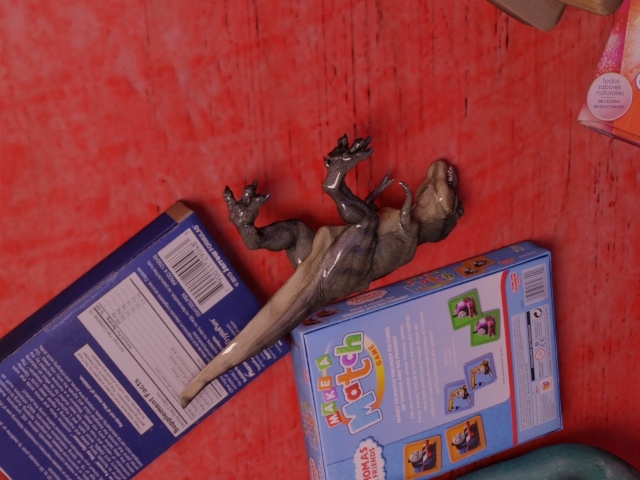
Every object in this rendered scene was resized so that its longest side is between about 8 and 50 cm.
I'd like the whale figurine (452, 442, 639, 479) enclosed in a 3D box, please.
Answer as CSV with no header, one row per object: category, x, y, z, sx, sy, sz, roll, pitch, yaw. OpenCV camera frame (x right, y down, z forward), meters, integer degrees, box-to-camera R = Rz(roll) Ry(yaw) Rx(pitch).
whale figurine,0.144,0.224,0.989,0.271,0.141,0.216,10,146,-14

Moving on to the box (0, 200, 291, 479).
box,-0.144,0.094,0.856,0.225,0.036,0.136,-39,119,-11

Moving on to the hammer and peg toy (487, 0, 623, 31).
hammer and peg toy,0.096,-0.285,0.728,0.361,0.127,0.266,15,102,-52

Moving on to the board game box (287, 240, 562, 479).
board game box,0.085,0.105,0.969,0.211,0.039,0.160,-17,114,-20

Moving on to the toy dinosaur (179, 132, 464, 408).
toy dinosaur,0.000,0.000,0.855,0.268,0.064,0.118,-34,123,-21

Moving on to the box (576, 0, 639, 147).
box,0.297,-0.110,0.887,0.257,0.122,0.128,3,109,-58
